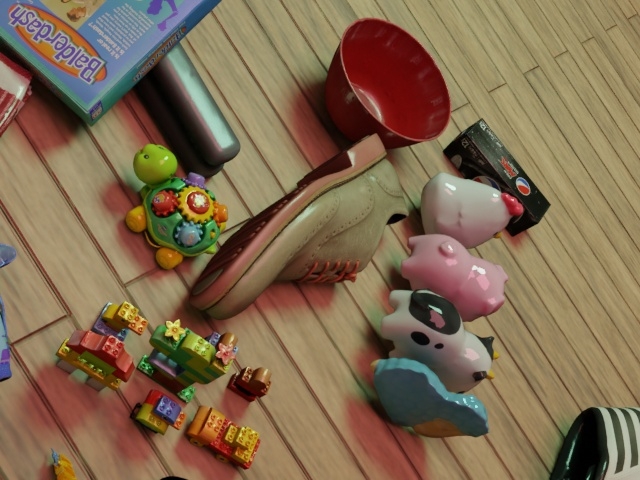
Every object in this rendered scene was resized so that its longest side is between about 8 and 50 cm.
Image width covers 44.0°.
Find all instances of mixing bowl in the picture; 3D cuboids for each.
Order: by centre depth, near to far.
[{"bbox_3d":[0.074,-0.189,1.045,0.181,0.098,0.181,17,59,-30],"label":"mixing bowl"}]

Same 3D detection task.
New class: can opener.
[{"bbox_3d":[-0.167,-0.209,0.888,0.095,0.076,0.283,-30,88,-42],"label":"can opener"}]

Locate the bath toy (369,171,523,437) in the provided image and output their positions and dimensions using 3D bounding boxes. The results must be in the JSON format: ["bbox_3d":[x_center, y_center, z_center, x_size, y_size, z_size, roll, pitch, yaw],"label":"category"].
[{"bbox_3d":[0.170,0.063,0.968,0.151,0.129,0.348,62,36,-43],"label":"bath toy"}]

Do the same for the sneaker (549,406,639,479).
[{"bbox_3d":[0.397,0.413,0.962,0.257,0.169,0.448,12,52,-23],"label":"sneaker"}]

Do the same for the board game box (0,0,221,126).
[{"bbox_3d":[-0.221,-0.246,0.811,0.160,0.047,0.210,42,75,-1],"label":"board game box"}]

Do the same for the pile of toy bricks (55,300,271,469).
[{"bbox_3d":[-0.120,0.116,0.732,0.212,0.105,0.118,36,50,-17],"label":"pile of toy bricks"}]

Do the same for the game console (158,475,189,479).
[{"bbox_3d":[0.002,0.326,0.704,0.361,0.044,0.213,28,23,-13],"label":"game console"}]

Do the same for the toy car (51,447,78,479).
[{"bbox_3d":[-0.264,0.185,0.646,0.122,0.060,0.040,38,3,-37],"label":"toy car"}]

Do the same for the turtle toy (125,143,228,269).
[{"bbox_3d":[-0.148,-0.039,0.818,0.130,0.066,0.095,52,47,-4],"label":"turtle toy"}]

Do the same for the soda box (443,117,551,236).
[{"bbox_3d":[0.260,-0.092,1.167,0.169,0.053,0.060,50,48,-4],"label":"soda box"}]

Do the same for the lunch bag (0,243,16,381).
[{"bbox_3d":[-0.336,0.015,0.557,0.293,0.138,0.221,-7,79,-62],"label":"lunch bag"}]

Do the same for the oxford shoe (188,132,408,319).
[{"bbox_3d":[0.000,0.000,0.877,0.348,0.123,0.130,-41,100,-42],"label":"oxford shoe"}]

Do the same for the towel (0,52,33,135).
[{"bbox_3d":[-0.421,-0.096,0.662,0.237,0.037,0.329,35,50,-18],"label":"towel"}]
